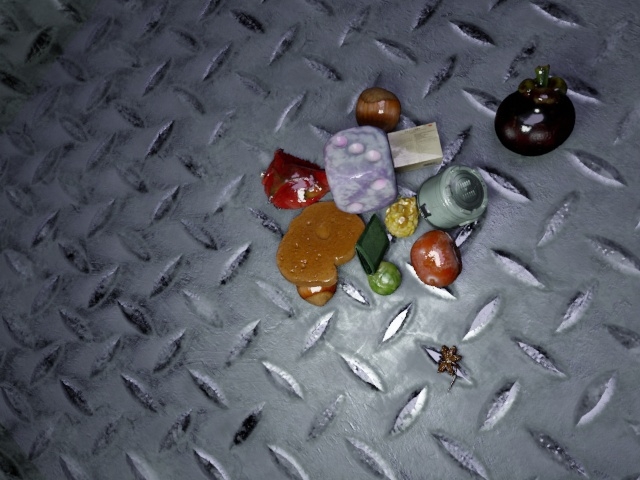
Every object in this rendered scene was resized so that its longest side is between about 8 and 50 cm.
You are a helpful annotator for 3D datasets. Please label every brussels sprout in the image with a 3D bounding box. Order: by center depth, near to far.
[{"bbox_3d":[0.265,0.155,1.859,0.154,0.117,0.155,0,88,12],"label":"brussels sprout"}]

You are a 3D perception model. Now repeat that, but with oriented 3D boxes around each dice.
[{"bbox_3d":[0.170,-0.290,1.839,0.270,0.270,0.271,-12,59,10],"label":"dice"}]

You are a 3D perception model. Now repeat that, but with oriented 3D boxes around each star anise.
[{"bbox_3d":[0.518,0.512,1.773,0.097,0.070,0.191,10,85,42],"label":"star anise"}]

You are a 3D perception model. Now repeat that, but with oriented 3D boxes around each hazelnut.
[{"bbox_3d":[-0.014,0.192,1.897,0.181,0.182,0.182,-2,81,13],"label":"hazelnut"},{"bbox_3d":[0.254,-0.568,1.952,0.214,0.176,0.215,15,111,43],"label":"hazelnut"}]

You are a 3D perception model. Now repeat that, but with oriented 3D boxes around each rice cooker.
[{"bbox_3d":[0.526,-0.168,1.783,0.280,0.227,0.242,-27,88,-25],"label":"rice cooker"}]

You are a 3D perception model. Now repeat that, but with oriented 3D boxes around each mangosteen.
[{"bbox_3d":[0.841,-0.479,1.723,0.296,0.313,0.298,0,80,1],"label":"mangosteen"}]

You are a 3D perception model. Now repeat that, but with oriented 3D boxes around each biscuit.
[{"bbox_3d":[0.000,0.001,1.889,0.349,0.078,0.455,26,63,27],"label":"biscuit"}]

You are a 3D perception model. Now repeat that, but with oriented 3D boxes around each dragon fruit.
[{"bbox_3d":[-0.125,-0.266,2.005,0.343,0.100,0.283,24,82,18],"label":"dragon fruit"}]

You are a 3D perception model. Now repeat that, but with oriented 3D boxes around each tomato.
[{"bbox_3d":[0.462,0.071,1.780,0.188,0.232,0.232,-18,77,26],"label":"tomato"}]

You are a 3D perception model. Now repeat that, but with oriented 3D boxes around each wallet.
[{"bbox_3d":[0.213,0.016,1.824,0.055,0.236,0.160,-9,122,33],"label":"wallet"}]

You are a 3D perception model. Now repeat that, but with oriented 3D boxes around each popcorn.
[{"bbox_3d":[0.350,-0.101,1.855,0.179,0.170,0.180,-28,32,19],"label":"popcorn"}]

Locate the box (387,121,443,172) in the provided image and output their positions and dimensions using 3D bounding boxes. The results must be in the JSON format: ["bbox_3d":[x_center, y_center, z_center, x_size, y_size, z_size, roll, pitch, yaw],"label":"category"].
[{"bbox_3d":[0.410,-0.401,1.924,0.211,0.095,0.168,-11,80,11],"label":"box"}]

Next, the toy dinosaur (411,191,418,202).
[{"bbox_3d":[0.436,-0.185,1.916,0.083,0.030,0.047,8,82,13],"label":"toy dinosaur"}]
